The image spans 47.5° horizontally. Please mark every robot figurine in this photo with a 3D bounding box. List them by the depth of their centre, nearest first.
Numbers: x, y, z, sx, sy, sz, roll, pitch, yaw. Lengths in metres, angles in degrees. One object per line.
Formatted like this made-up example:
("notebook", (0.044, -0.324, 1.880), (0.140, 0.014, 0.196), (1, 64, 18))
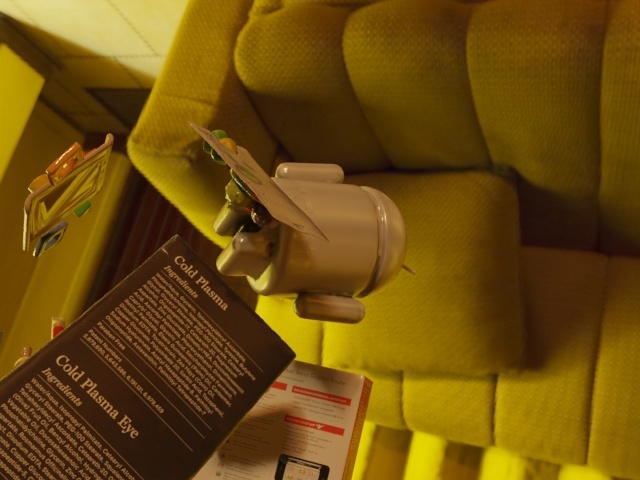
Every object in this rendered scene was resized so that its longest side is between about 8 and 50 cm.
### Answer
("robot figurine", (0.000, 0.000, 1.248), (0.353, 0.300, 0.200), (3, 158, -26))

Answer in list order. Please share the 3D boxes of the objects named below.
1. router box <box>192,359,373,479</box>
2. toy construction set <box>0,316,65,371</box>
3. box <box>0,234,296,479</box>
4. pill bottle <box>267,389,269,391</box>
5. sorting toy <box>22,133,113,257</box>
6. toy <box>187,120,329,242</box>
("router box", (-0.103, 0.354, 1.280), (0.335, 0.301, 0.082), (10, 164, 18))
("toy construction set", (-0.607, 0.190, 1.288), (0.309, 0.257, 0.237), (-10, -153, -14))
("box", (-0.240, 0.210, 0.750), (0.179, 0.312, 0.343), (45, 141, -2))
("pill bottle", (-0.148, 0.181, 1.099), (0.152, 0.086, 0.086), (9, 162, -11))
("sorting toy", (-0.432, -0.087, 1.214), (0.047, 0.196, 0.347), (42, 148, -2))
("toy", (-0.101, -0.071, 1.043), (0.137, 0.056, 0.237), (22, -156, -54))
